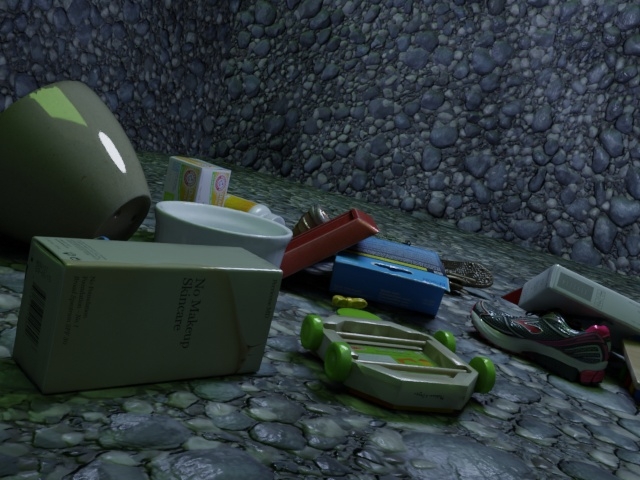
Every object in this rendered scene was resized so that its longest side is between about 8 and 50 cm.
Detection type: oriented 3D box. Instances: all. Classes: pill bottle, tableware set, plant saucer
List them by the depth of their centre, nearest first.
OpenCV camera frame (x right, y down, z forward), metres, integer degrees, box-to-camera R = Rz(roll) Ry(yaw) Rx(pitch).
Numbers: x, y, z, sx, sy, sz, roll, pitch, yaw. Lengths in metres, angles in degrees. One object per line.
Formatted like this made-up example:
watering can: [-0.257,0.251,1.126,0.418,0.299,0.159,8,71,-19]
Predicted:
plant saucer: [0.000,0.000,1.555,0.259,0.048,0.258,-25,8,4]
tableware set: [0.294,0.104,1.815,0.194,0.039,0.128,17,-14,-16]
pill bottle: [-0.201,-0.049,1.816,0.208,0.118,0.117,19,11,29]

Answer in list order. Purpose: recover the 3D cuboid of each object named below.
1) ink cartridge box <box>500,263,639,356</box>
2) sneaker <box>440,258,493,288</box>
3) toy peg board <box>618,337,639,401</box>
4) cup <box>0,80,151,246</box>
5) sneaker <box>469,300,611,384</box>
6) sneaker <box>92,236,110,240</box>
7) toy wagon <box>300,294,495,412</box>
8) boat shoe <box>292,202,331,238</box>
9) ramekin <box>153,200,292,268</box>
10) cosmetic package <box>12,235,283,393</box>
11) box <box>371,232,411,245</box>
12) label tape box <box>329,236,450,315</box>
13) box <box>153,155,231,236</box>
ink cartridge box: [0.561,0.174,1.466,0.296,0.066,0.261,25,-23,-2]
sneaker: [0.391,0.096,1.906,0.188,0.066,0.071,17,-22,26]
toy peg board: [0.650,0.275,1.293,0.161,0.079,0.161,14,25,7]
cup: [-0.466,-0.100,1.311,0.237,0.331,0.331,39,14,7]
sneaker: [0.441,0.181,1.384,0.299,0.112,0.120,21,13,42]
sneaker: [-0.364,0.036,1.207,0.069,0.084,0.185,20,12,33]
toy wagon: [0.103,0.173,1.109,0.267,0.068,0.344,10,10,-22]
boat shoe: [-0.010,-0.011,1.827,0.123,0.116,0.324,55,2,17]
ramekin: [-0.205,0.018,1.378,0.277,0.135,0.277,13,9,-2]
cosmetic package: [-0.213,0.090,0.887,0.309,0.160,0.113,3,15,-42]
box: [0.139,0.006,2.133,0.270,0.060,0.216,15,9,9]
label tape box: [0.150,0.082,1.569,0.249,0.115,0.348,13,13,2]
box: [-0.305,-0.088,1.639,0.114,0.203,0.103,19,11,32]
